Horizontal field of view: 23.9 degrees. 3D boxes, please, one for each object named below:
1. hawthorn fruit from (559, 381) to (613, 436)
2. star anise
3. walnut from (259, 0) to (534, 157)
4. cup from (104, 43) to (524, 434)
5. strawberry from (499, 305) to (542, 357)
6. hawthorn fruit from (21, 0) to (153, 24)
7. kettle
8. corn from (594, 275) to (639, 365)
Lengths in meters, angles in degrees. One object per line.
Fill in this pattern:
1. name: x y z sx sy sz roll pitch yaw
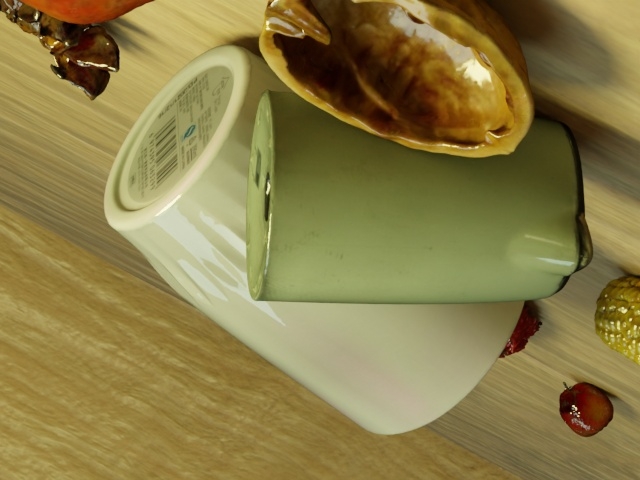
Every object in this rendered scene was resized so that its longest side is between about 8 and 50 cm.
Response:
1. hawthorn fruit: 0.366 0.234 2.091 0.077 0.077 0.077 26 169 6
2. star anise: -0.253 -0.207 1.500 0.177 0.073 0.234 47 175 -38
3. walnut: 0.059 -0.143 1.058 0.211 0.087 0.167 30 148 -23
4. cup: 0.000 0.000 1.434 0.371 0.253 0.253 36 166 -29
5. strawberry: 0.169 0.097 1.842 0.188 0.106 0.286 20 167 38
6. hawthorn fruit: -0.136 -0.227 0.916 0.185 0.185 0.202 28 167 -6
7. kettle: 0.071 -0.044 1.214 0.255 0.165 0.240 0 -154 -8
8. corn: 0.383 0.103 1.400 0.310 0.101 0.101 14 163 47
